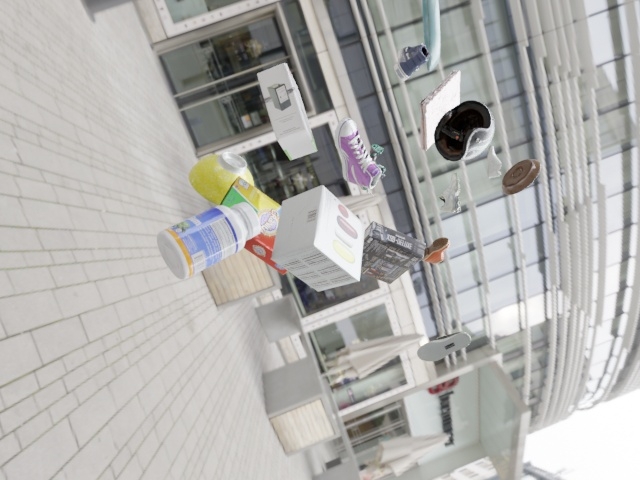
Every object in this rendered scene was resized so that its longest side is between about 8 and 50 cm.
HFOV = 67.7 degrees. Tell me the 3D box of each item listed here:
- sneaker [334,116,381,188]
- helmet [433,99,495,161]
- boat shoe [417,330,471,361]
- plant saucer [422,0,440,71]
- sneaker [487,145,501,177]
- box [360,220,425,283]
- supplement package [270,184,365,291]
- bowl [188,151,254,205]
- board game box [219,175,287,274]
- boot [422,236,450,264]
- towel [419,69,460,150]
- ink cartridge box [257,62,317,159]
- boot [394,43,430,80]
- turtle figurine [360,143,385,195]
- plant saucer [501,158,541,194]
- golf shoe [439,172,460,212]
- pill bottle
[{"bbox_3d":[0.151,-0.309,1.728,0.161,0.102,0.282,32,-26,38],"label":"sneaker"},{"bbox_3d":[0.438,-0.327,1.431,0.169,0.162,0.169,41,-29,29],"label":"helmet"},{"bbox_3d":[0.493,0.422,1.907,0.070,0.220,0.077,-3,71,-78],"label":"boat shoe"},{"bbox_3d":[0.382,-0.749,1.649,0.317,0.044,0.317,-5,90,-79],"label":"plant saucer"},{"bbox_3d":[0.780,-0.355,2.143,0.053,0.061,0.152,-56,138,-52],"label":"sneaker"},{"bbox_3d":[0.260,0.061,2.013,0.307,0.243,0.076,125,-16,-58],"label":"box"},{"bbox_3d":[0.000,0.000,1.295,0.203,0.149,0.194,39,47,-39],"label":"supplement package"},{"bbox_3d":[-0.401,-0.286,2.054,0.156,0.290,0.289,-55,-140,31],"label":"bowl"},{"bbox_3d":[-0.213,-0.058,1.705,0.317,0.064,0.242,35,38,-17],"label":"board game box"},{"bbox_3d":[0.487,0.045,1.956,0.158,0.085,0.059,-43,-154,46],"label":"boot"},{"bbox_3d":[0.637,-0.693,2.552,0.053,0.332,0.317,31,-24,32],"label":"towel"},{"bbox_3d":[-0.116,-0.458,1.716,0.198,0.115,0.272,48,24,-74],"label":"ink cartridge box"},{"bbox_3d":[0.259,-0.499,1.298,0.069,0.086,0.190,46,36,-22],"label":"boot"},{"bbox_3d":[0.195,-0.285,1.994,0.118,0.175,0.234,25,-30,15],"label":"turtle figurine"},{"bbox_3d":[0.753,-0.247,1.811,0.029,0.168,0.168,37,7,-18],"label":"plant saucer"},{"bbox_3d":[0.523,-0.196,1.935,0.069,0.086,0.176,51,42,-57],"label":"golf shoe"},{"bbox_3d":[-0.315,-0.011,1.383,0.152,0.272,0.152,34,-41,35],"label":"pill bottle"}]
